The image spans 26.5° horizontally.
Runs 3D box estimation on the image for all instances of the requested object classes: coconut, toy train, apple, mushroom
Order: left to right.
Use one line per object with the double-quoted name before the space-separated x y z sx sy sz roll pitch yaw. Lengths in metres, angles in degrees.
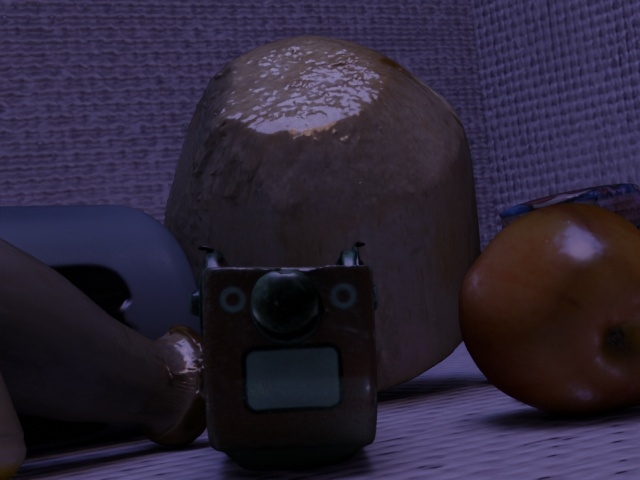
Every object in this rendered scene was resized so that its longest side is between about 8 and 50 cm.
"mushroom" -0.230 0.076 1.089 0.350 0.128 0.128 25 -21 -35
"toy train" -0.026 0.083 0.992 0.129 0.159 0.326 -4 -6 -3
"coconut" 0.000 0.000 1.481 0.345 0.415 0.415 2 0 11
"apple" 0.203 0.056 1.066 0.199 0.199 0.199 -6 -2 0

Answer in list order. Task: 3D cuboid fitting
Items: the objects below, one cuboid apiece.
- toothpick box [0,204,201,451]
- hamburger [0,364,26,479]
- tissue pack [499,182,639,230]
"toothpick box" -0.276 0.076 1.290 0.355 0.262 0.263 -3 -3 -35
"hamburger" -0.290 0.136 0.928 0.173 0.116 0.210 7 -11 -15
"tissue pack" 0.278 -0.023 1.478 0.116 0.065 0.155 -13 -2 30
